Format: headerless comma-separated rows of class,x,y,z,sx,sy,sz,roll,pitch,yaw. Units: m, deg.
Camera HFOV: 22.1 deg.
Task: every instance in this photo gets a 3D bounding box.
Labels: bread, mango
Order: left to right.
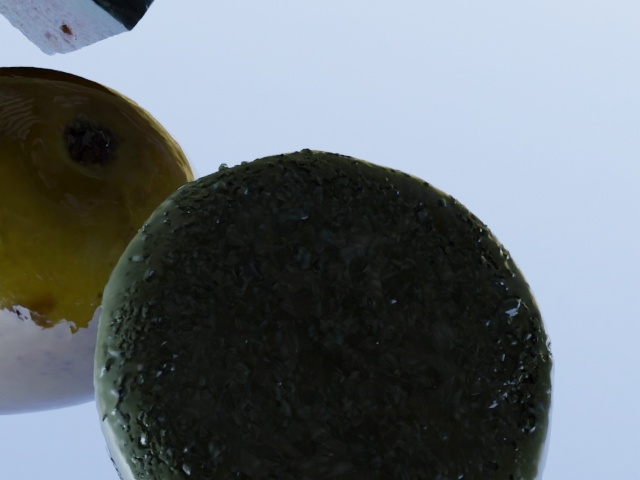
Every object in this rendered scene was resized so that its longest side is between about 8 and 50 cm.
mango,-0.294,0.014,1.312,0.445,0.300,0.232,-16,-141,30
bread,0.010,0.067,0.873,0.267,0.040,0.267,7,-113,-16

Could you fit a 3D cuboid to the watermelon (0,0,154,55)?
watermelon,-0.209,-0.253,1.451,0.320,0.214,0.289,-13,-133,-29
